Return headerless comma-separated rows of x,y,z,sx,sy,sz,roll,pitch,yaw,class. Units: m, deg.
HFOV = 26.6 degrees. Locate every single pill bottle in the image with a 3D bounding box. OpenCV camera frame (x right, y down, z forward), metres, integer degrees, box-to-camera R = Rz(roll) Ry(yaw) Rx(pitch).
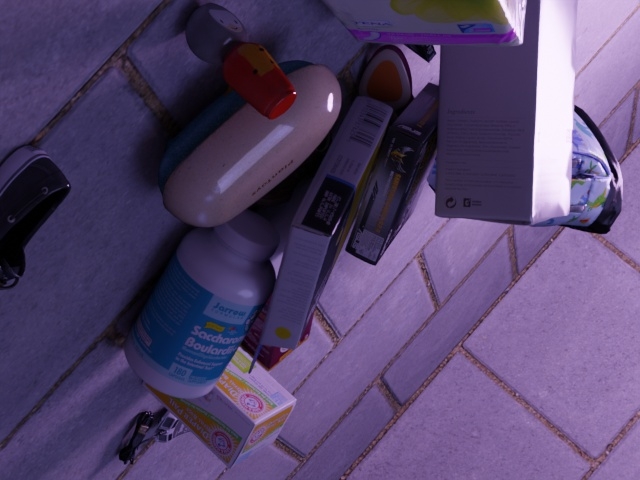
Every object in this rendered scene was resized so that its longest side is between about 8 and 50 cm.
-0.157,0.081,1.877,0.146,0.146,0.264,-17,143,-59,pill bottle

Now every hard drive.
-0.063,-0.011,2.084,0.307,0.040,0.203,-46,162,-12,hard drive

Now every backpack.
0.339,-0.153,2.374,0.356,0.290,0.273,-7,139,-23,backpack

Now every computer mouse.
-0.254,0.304,2.266,0.193,0.042,0.106,-18,140,-48,computer mouse

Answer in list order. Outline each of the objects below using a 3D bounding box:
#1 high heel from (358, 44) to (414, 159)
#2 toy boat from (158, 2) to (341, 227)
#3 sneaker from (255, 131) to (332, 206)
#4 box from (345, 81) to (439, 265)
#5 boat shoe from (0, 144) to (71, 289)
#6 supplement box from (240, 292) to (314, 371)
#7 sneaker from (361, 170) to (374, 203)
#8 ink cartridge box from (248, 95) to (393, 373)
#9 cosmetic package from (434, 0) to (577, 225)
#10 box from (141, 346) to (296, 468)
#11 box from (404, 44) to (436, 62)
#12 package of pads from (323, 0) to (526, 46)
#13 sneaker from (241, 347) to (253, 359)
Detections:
0.113,-0.233,2.037,0.244,0.082,0.117,80,25,-53,high heel
-0.094,-0.159,1.598,0.267,0.148,0.318,-39,167,-15,toy boat
-0.046,-0.111,1.911,0.188,0.066,0.071,-38,147,-52,sneaker
0.123,-0.101,2.031,0.183,0.056,0.231,-50,163,-54,box
-0.338,0.010,1.421,0.228,0.076,0.080,-53,162,8,boat shoe
-0.071,0.122,2.264,0.104,0.081,0.188,-39,159,-29,supplement box
0.121,-0.113,2.297,0.070,0.051,0.134,-2,126,-60,sneaker
0.000,0.000,1.909,0.303,0.072,0.307,-66,174,-46,ink cartridge box
0.277,-0.224,1.988,0.217,0.156,0.385,-13,106,-64,cosmetic package
-0.157,0.235,2.088,0.114,0.203,0.103,-25,150,-52,box
0.122,-0.290,1.896,0.018,0.083,0.067,-50,163,-2,box
0.113,-0.315,1.609,0.296,0.229,0.101,29,67,-72,package of pads
-0.152,0.218,2.333,0.069,0.038,0.098,-50,162,-1,sneaker
